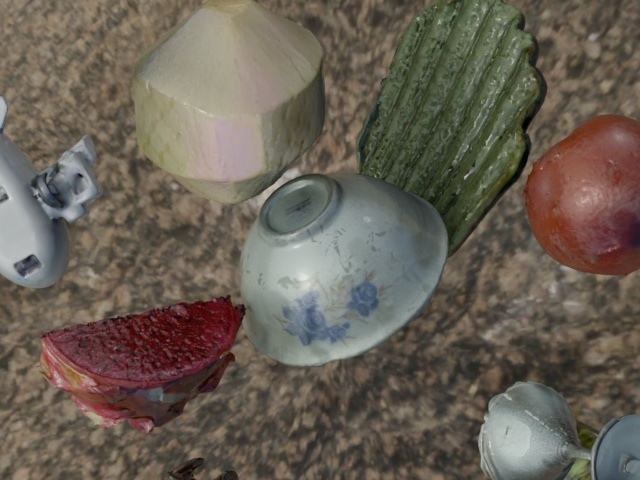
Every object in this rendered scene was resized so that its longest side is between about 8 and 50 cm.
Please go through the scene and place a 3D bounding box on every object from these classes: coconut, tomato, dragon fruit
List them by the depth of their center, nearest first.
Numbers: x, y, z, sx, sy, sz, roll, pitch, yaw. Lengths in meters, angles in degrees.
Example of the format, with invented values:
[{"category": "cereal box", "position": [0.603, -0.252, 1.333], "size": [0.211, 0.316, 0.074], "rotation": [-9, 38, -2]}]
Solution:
[{"category": "coconut", "position": [-0.111, -0.185, 1.088], "size": [0.259, 0.259, 0.259], "rotation": [0, 84, 1]}, {"category": "dragon fruit", "position": [-0.207, 0.178, 1.101], "size": [0.274, 0.161, 0.126], "rotation": [-10, 50, -28]}, {"category": "tomato", "position": [0.376, -0.053, 1.142], "size": [0.208, 0.208, 0.184], "rotation": [-38, 67, -3]}]

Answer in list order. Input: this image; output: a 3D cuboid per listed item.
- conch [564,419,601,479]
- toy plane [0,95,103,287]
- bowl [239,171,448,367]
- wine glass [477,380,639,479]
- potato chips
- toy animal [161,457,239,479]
[{"category": "conch", "position": [0.357, 0.336, 1.120], "size": [0.124, 0.181, 0.187], "rotation": [3, 60, 27]}, {"category": "toy plane", "position": [-0.413, -0.060, 1.149], "size": [0.267, 0.122, 0.267], "rotation": [0, 92, 7]}, {"category": "bowl", "position": [0.000, 0.000, 1.156], "size": [0.313, 0.146, 0.313], "rotation": [-18, 42, 17]}, {"category": "wine glass", "position": [0.239, 0.193, 0.803], "size": [0.122, 0.183, 0.122], "rotation": [2, 84, -19]}, {"category": "potato chips", "position": [0.184, -0.169, 1.329], "size": [0.070, 0.358, 0.429], "rotation": [17, 106, -37]}, {"category": "toy animal", "position": [-0.143, 0.290, 0.970], "size": [0.089, 0.188, 0.179], "rotation": [34, 44, 19]}]
